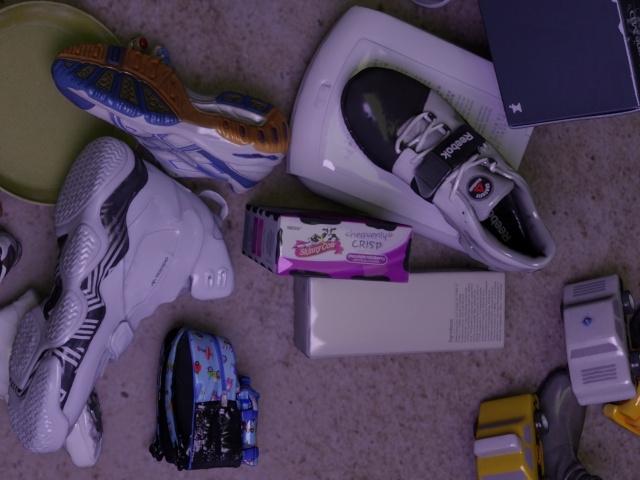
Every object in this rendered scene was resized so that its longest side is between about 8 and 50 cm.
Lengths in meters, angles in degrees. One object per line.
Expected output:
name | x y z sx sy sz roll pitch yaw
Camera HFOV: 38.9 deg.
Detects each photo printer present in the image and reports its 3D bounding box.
photo printer | 0.116 -0.148 1.198 0.307 0.107 0.256 20 90 -14

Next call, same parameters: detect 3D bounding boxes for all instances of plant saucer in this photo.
plant saucer | -0.326 -0.162 1.084 0.240 0.037 0.241 -2 94 -41

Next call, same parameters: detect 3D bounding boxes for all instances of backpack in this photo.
backpack | -0.145 0.194 1.138 0.116 0.158 0.173 2 81 -22

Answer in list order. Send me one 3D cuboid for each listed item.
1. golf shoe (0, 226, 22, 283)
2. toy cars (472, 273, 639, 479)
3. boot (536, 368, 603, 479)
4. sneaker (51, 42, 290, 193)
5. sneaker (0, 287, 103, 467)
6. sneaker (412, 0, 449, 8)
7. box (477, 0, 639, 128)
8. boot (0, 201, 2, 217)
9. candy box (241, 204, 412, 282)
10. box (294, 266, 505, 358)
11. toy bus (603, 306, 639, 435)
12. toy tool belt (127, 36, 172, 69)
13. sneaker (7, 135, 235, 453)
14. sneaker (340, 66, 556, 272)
golf shoe | -0.438 0.070 1.082 0.077 0.094 0.198 34 87 -15
toy cars | 0.312 0.205 1.229 0.394 0.176 0.087 -53 134 -6
boot | 0.351 0.313 1.259 0.083 0.161 0.247 15 90 -15
sneaker | -0.191 -0.133 1.106 0.296 0.131 0.112 21 46 -17
sneaker | -0.350 0.183 1.123 0.115 0.090 0.232 -24 90 -5
sneaker | 0.095 -0.382 1.165 0.228 0.132 0.086 21 88 -15
box | 0.342 -0.351 1.121 0.312 0.178 0.343 -32 110 -42
boot | -0.516 -0.111 1.050 0.211 0.104 0.295 -21 88 0
candy box | 0.000 0.000 1.114 0.159 0.233 0.071 4 93 -15
box | 0.106 0.094 1.218 0.275 0.094 0.113 1 93 -14
toy bus | 0.533 0.195 1.273 0.149 0.211 0.220 27 88 -16
toy tool belt | -0.203 -0.220 1.139 0.051 0.052 0.083 -10 106 24
sneaker | -0.223 0.078 1.069 0.210 0.137 0.366 21 76 -36
sneaker | 0.167 -0.088 1.087 0.330 0.146 0.122 42 86 -11
